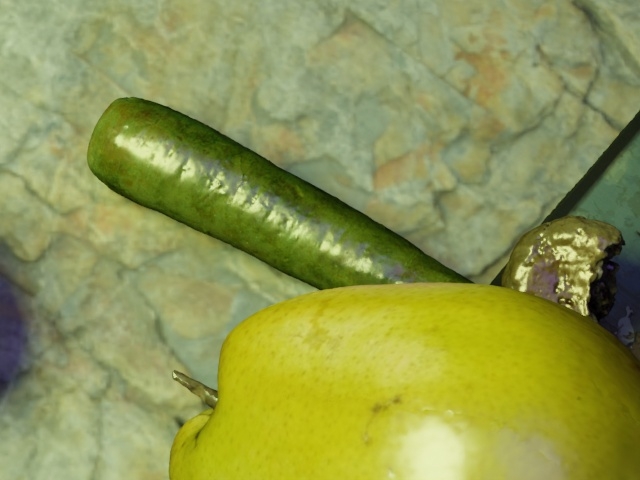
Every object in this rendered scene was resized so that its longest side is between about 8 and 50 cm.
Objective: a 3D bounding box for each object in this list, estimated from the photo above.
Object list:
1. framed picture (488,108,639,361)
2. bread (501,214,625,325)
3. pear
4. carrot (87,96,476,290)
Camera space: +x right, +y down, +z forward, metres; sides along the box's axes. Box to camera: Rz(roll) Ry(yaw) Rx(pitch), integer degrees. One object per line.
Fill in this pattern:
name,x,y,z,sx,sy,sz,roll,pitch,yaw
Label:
framed picture,0.253,0.079,1.292,0.265,0.016,0.347,40,65,9
bread,0.168,0.038,1.246,0.082,0.060,0.113,12,88,19
pear,0.069,0.165,1.086,0.336,0.285,0.285,-4,66,4
carrot,0.000,0.000,1.232,0.358,0.074,0.074,27,64,9
